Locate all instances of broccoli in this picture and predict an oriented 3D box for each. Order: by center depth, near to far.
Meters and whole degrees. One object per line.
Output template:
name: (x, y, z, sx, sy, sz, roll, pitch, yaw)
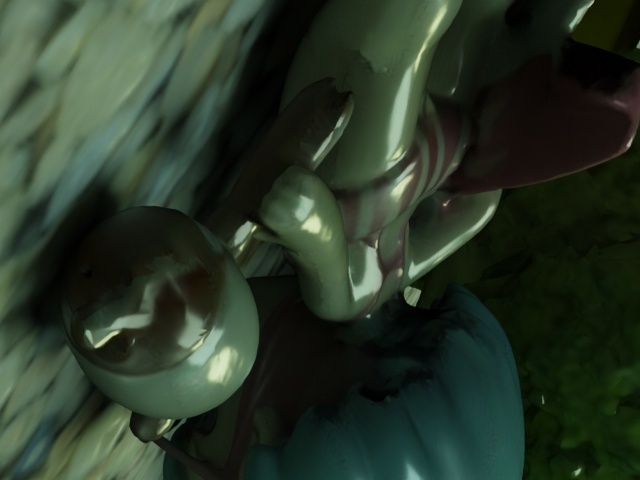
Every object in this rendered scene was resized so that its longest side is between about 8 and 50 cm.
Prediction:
broccoli: (0.060, 0.021, 0.715, 0.302, 0.186, 0.254, -13, -154, 35)

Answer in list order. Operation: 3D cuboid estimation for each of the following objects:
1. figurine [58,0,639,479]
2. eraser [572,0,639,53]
figurine: (0.014, 0.002, 0.493, 0.205, 0.102, 0.260, -46, 155, -58)
eraser: (0.124, -0.102, 0.880, 0.097, 0.045, 0.122, -46, 164, -50)
